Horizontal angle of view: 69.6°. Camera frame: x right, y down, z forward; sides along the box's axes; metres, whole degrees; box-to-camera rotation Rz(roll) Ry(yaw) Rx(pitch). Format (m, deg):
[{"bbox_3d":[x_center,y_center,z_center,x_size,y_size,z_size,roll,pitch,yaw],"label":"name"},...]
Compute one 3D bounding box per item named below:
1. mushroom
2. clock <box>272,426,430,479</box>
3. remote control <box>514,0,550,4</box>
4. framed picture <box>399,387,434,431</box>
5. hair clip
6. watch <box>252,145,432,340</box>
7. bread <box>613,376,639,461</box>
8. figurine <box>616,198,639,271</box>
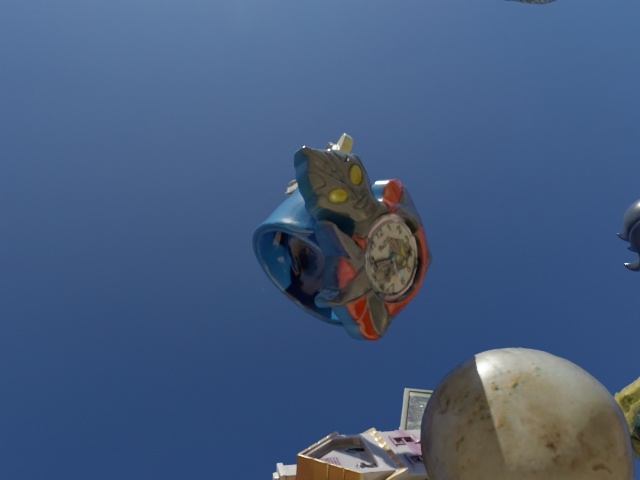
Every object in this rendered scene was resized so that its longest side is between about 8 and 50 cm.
[{"bbox_3d":[0.252,0.270,0.581,0.243,0.243,0.244,1,-96,-7],"label":"mushroom"},{"bbox_3d":[0.079,0.442,0.794,0.309,0.235,0.166,3,-89,-14],"label":"clock"},{"bbox_3d":[0.459,-0.625,1.140,0.293,0.103,0.051,6,-72,3],"label":"remote control"},{"bbox_3d":[0.303,0.444,1.145,0.208,0.281,0.019,0,-82,12],"label":"framed picture"},{"bbox_3d":[0.006,-0.177,1.172,0.071,0.159,0.218,35,-68,-23],"label":"hair clip"},{"bbox_3d":[0.000,0.000,0.763,0.241,0.274,0.305,-46,-68,-31],"label":"watch"},{"bbox_3d":[0.826,0.472,0.988,0.239,0.264,0.395,-47,-125,15],"label":"bread"},{"bbox_3d":[0.900,-0.005,1.207,0.175,0.197,0.265,-39,-47,-5],"label":"figurine"}]
